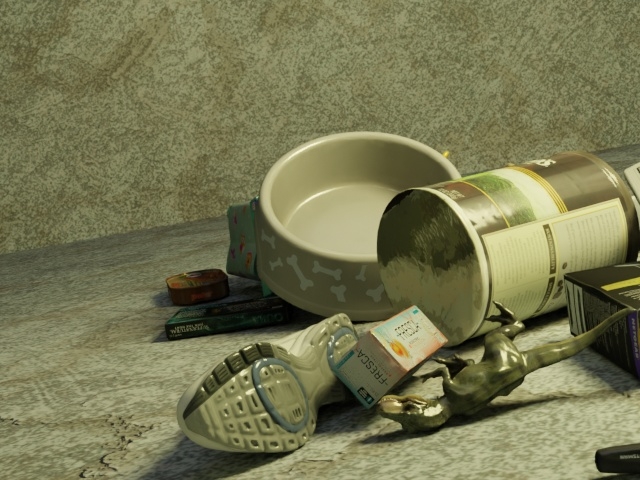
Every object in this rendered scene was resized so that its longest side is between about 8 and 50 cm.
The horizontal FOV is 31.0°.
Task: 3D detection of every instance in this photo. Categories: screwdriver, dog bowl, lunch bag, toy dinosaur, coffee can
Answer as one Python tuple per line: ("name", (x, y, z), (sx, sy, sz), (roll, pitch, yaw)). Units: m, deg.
("screwdriver", (0.302, 0.170, 0.908), (0.170, 0.024, 0.025), (-2, 38, 5))
("dog bowl", (0.063, -0.037, 1.723), (0.348, 0.102, 0.349), (-1, 41, 1))
("lunch bag", (-0.016, -0.002, 2.019), (0.262, 0.160, 0.223), (1, 0, -16))
("toy dinosaur", (0.174, 0.120, 1.154), (0.268, 0.064, 0.118), (-26, 20, -8))
("coffee can", (0.240, 0.006, 1.476), (0.275, 0.202, 0.201), (-14, 9, -33))

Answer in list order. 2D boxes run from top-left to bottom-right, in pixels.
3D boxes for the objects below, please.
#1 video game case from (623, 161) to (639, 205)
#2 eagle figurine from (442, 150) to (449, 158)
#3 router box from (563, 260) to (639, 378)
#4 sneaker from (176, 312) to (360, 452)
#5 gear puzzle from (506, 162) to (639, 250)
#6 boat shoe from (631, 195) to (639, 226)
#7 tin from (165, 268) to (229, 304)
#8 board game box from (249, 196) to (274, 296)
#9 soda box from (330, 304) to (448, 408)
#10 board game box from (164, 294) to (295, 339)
("video game case", (0.533, -0.101, 1.407), (0.300, 0.036, 0.329), (-28, 12, 14))
("eagle figurine", (0.153, -0.068, 2.027), (0.226, 0.225, 0.298), (6, 6, 23))
("router box", (0.450, 0.065, 1.252), (0.308, 0.081, 0.243), (-9, 7, -4))
("sneaker", (-0.060, 0.158, 1.180), (0.129, 0.111, 0.297), (-19, -4, 28))
("gear puzzle", (0.411, -0.007, 1.611), (0.175, 0.044, 0.339), (19, 13, -43))
("boat shoe", (0.436, -0.015, 1.807), (0.084, 0.095, 0.258), (4, 14, 44))
("tin", (-0.221, 0.083, 2.069), (0.106, 0.040, 0.189), (-6, 7, -10))
("board game box", (0.000, 0.000, 1.877), (0.210, 0.160, 0.047), (-6, -8, -19))
("soda box", (0.077, 0.120, 1.223), (0.063, 0.058, 0.183), (-46, -11, 17))
("board game box", (-0.135, 0.115, 1.763), (0.186, 0.026, 0.126), (-8, 6, 5))
